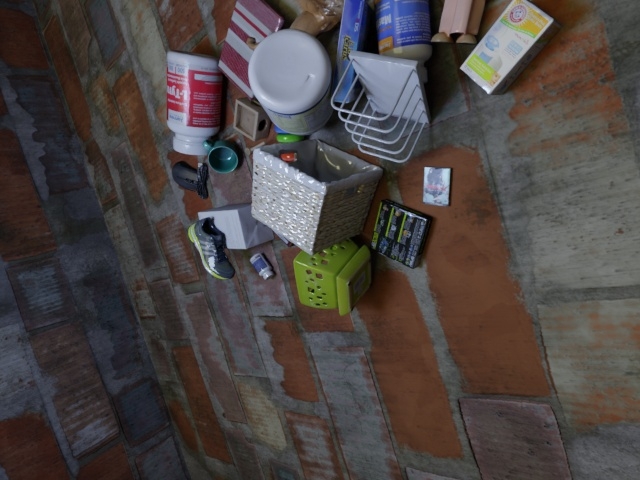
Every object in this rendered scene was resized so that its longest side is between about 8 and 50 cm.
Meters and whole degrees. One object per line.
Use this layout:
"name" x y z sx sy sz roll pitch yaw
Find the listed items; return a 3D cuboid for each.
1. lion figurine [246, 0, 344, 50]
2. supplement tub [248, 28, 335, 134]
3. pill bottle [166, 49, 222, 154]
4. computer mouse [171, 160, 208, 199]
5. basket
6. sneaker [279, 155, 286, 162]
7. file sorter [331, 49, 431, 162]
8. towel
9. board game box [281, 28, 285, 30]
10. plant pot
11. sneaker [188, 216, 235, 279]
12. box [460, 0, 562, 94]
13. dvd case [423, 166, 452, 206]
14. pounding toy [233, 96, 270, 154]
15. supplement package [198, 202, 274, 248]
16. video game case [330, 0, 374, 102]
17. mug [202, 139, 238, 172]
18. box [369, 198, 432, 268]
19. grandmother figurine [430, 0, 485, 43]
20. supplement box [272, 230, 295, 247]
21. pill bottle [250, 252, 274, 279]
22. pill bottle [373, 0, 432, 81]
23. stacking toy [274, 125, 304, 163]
"lion figurine" -0.061 -0.690 1.350 0.392 0.142 0.240 -51 61 14
"supplement tub" -0.074 -0.467 1.276 0.236 0.325 0.235 0 89 5
"pill bottle" -0.551 -0.595 1.794 0.229 0.229 0.406 26 119 32
"computer mouse" -0.683 -0.329 2.099 0.273 0.072 0.188 25 120 33
"basket" -0.027 -0.167 1.420 0.332 0.329 0.266 32 125 28
"sneaker" -0.179 -0.262 1.684 0.105 0.095 0.236 15 108 44
"file sorter" 0.175 -0.365 1.169 0.193 0.278 0.172 23 85 25
"towel" -0.270 -0.741 1.559 0.237 0.037 0.328 48 130 18
"board game box" -0.213 -0.695 1.587 0.194 0.060 0.193 8 109 40
"plant pot" 0.058 0.119 1.483 0.207 0.228 0.226 20 136 29
"sneaker" -0.459 0.033 1.769 0.121 0.111 0.299 -39 84 39
"box" 0.476 -0.486 1.035 0.114 0.103 0.203 51 130 16
"dvd case" 0.366 -0.170 1.292 0.087 0.013 0.119 12 112 38
"pounding toy" -0.262 -0.455 1.692 0.181 0.094 0.205 35 133 21
"supplement package" -0.383 -0.068 1.855 0.293 0.175 0.177 1 107 40
"video game case" 0.100 -0.565 1.241 0.061 0.244 0.269 12 115 7
"mug" -0.437 -0.390 1.822 0.097 0.130 0.157 -105 2 -51
"box" 0.269 -0.023 1.403 0.184 0.045 0.190 28 121 34
"grandmother figurine" 0.388 -0.691 1.048 0.208 0.104 0.341 10 114 15
"supplement box" -0.079 -0.054 1.591 0.104 0.188 0.080 43 126 21
"pill bottle" -0.266 0.121 1.890 0.120 0.067 0.067 53 130 15
"pill bottle" 0.238 -0.585 1.174 0.153 0.152 0.271 2 105 40
"stacking toy" -0.115 -0.389 1.568 0.141 0.141 0.329 15 119 37
